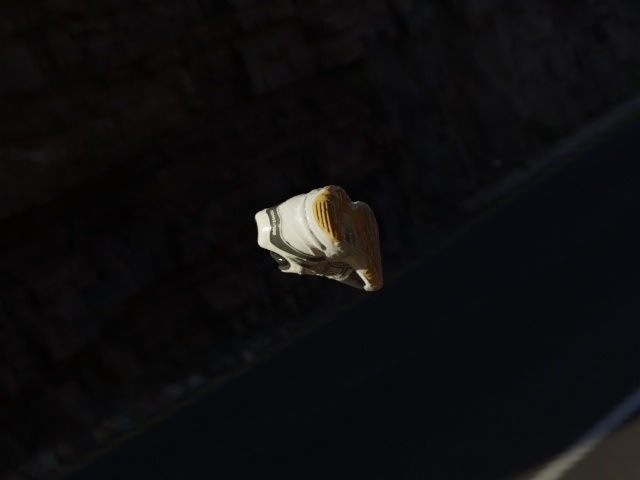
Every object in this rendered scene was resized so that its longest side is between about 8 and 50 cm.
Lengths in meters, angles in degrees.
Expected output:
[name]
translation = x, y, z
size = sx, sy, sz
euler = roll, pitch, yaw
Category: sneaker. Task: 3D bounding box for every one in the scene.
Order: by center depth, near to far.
[sneaker]
translation = 0.000, 0.000, 0.605
size = 0.037, 0.032, 0.083
euler = -12, -22, 15
